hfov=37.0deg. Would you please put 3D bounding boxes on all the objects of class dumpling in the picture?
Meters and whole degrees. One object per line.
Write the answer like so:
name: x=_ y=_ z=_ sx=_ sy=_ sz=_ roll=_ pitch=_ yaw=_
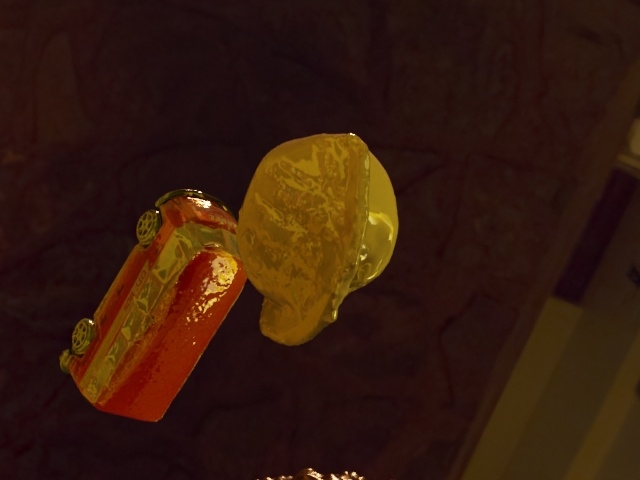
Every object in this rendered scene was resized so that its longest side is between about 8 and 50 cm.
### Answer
dumpling: x=-0.001 y=0.000 z=0.727 sx=0.092 sy=0.176 sz=0.150 roll=15 pitch=-121 yaw=-47

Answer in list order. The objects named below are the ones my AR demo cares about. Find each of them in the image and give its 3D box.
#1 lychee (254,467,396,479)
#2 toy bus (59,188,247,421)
lychee: x=0.034 y=0.281 z=0.674 sx=0.271 sy=0.272 sz=0.271 roll=20 pitch=-163 yaw=-6
toy bus: x=-0.177 y=0.078 z=1.082 sx=0.121 sy=0.265 sz=0.120 roll=24 pitch=-165 yaw=-38
